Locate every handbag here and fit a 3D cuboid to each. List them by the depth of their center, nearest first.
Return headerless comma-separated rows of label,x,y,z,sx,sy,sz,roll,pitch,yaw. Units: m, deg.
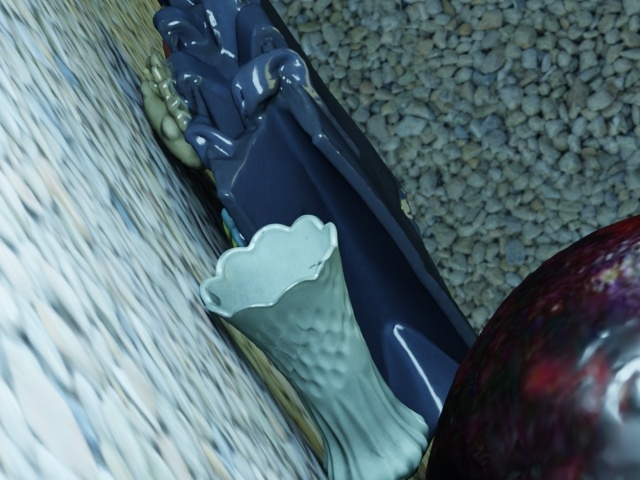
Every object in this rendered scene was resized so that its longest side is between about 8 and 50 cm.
handbag,-0.008,-0.026,1.278,0.329,0.122,0.303,56,5,-36

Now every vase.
vase,0.004,0.068,1.000,0.149,0.081,0.081,61,2,-27

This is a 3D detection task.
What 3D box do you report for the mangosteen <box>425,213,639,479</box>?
mangosteen,0.257,0.171,0.960,0.381,0.381,0.421,55,2,-38
